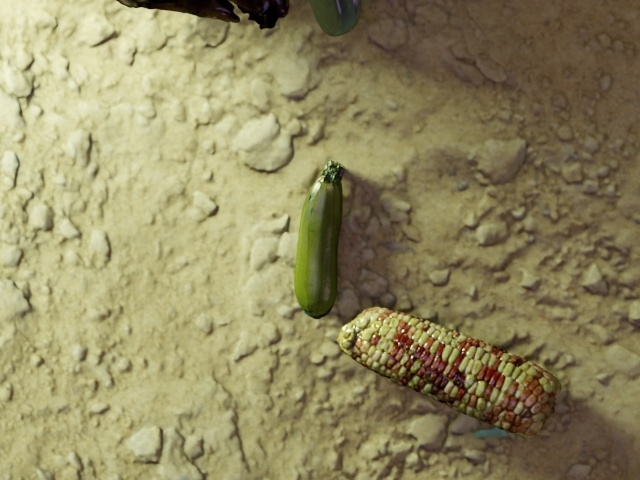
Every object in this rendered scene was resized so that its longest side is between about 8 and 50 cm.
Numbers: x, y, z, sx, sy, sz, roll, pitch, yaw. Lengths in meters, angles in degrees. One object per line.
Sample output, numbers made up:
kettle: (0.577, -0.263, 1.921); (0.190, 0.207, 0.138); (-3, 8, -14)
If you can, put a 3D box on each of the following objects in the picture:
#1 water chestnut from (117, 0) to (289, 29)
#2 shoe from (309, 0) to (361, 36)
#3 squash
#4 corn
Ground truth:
water chestnut: (-0.131, -0.352, 1.871); (0.289, 0.289, 0.244); (-30, 129, 17)
shoe: (0.017, -0.316, 1.949); (0.078, 0.079, 0.195); (-12, 90, -29)
squash: (0.000, 0.000, 2.033); (0.052, 0.052, 0.183); (9, 107, 9)
corn: (0.141, 0.139, 2.025); (0.253, 0.086, 0.086); (23, 107, 7)
